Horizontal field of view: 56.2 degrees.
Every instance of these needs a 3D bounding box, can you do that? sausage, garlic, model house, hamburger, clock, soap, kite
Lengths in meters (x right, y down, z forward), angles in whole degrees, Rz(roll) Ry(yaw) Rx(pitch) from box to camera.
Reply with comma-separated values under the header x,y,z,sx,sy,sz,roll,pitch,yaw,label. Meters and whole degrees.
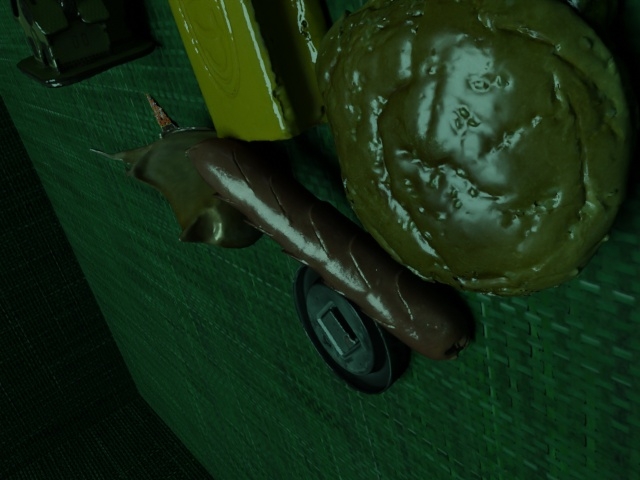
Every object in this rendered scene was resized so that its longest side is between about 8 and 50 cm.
x,y,z,sx,sy,sz,roll,pitch,yaw,label
0.001,-0.002,0.732,0.433,0.088,0.088,36,146,10,sausage
-0.197,-0.107,0.925,0.338,0.196,0.151,38,129,39,garlic
-0.430,-0.424,0.979,0.218,0.205,0.279,27,139,43,model house
0.114,-0.090,0.501,0.265,0.134,0.285,10,126,57,hamburger
0.042,0.124,0.902,0.226,0.049,0.226,40,146,34,clock
-0.098,-0.281,0.699,0.204,0.096,0.324,11,125,55,soap
-0.278,-0.181,1.169,0.222,0.008,0.125,46,149,23,kite

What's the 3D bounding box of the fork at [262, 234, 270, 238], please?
x,y,z,sx,sy,sz,roll,pitch,yaw,label
-0.044,-0.012,0.942,0.235,0.021,0.039,4,115,58,fork
